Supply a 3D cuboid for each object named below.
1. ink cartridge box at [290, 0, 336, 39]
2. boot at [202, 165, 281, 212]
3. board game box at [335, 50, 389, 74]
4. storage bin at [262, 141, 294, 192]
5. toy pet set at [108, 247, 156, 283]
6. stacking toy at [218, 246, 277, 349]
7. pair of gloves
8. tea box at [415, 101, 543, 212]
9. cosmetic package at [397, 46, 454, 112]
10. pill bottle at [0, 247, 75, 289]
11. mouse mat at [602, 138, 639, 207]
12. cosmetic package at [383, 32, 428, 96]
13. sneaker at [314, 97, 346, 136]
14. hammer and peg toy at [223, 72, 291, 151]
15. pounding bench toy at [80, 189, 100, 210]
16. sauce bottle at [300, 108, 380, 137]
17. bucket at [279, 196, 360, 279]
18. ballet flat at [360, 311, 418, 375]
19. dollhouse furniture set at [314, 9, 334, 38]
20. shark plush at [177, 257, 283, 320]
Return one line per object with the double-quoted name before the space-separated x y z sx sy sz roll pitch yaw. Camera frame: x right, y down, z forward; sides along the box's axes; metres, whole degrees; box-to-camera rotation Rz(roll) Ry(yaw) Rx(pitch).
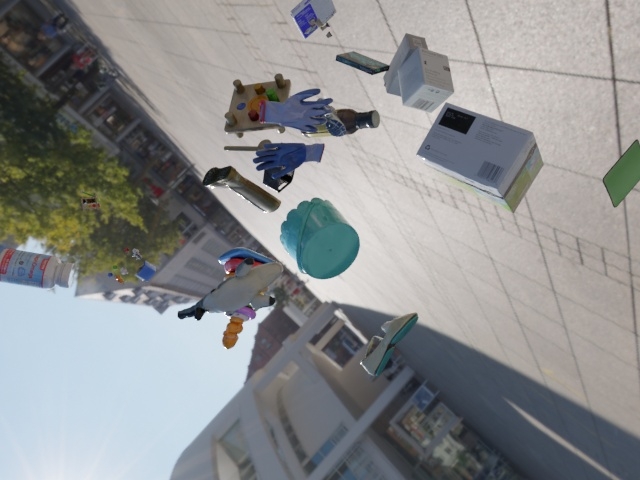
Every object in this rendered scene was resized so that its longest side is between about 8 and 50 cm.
"ink cartridge box" -0.038 -1.087 2.149 0.045 0.206 0.208 54 -173 20
"boot" -0.335 -0.203 1.920 0.236 0.089 0.269 5 158 48
"board game box" 0.171 -0.721 1.853 0.186 0.126 0.026 31 131 24
"storage bin" -0.172 -0.309 1.942 0.084 0.122 0.180 31 138 13
"toy pet set" -0.611 0.090 1.510 0.065 0.122 0.114 -23 128 39
"stacking toy" -0.243 0.188 1.407 0.166 0.301 0.175 29 149 -34
"pair of gloves" -0.056 -0.210 0.915 0.023 0.159 0.198 59 148 38
"tea box" 0.578 -0.291 1.644 0.329 0.220 0.324 34 -171 34
"cosmetic package" 0.424 -0.647 1.852 0.151 0.183 0.151 5 159 -25
"pill bottle" -0.714 0.075 1.149 0.160 0.087 0.087 12 -177 -17
"mouse mat" 0.920 -0.198 1.378 0.190 0.152 0.007 34 -173 -43
"cosmetic package" 0.373 -0.769 2.019 0.107 0.127 0.238 7 145 -15
"sneaker" 0.032 -0.355 1.309 0.052 0.058 0.135 -17 136 33
"hammer and peg toy" -0.262 -0.497 1.823 0.266 0.361 0.127 -2 151 15
"pounding bench toy" -0.937 -0.167 1.859 0.052 0.065 0.083 -153 56 -63
"sauce bottle" 0.077 -0.482 1.873 0.345 0.111 0.111 6 152 33
"bucket" 0.000 0.000 1.709 0.281 0.281 0.183 48 180 -39
"ballet flat" 0.206 0.307 1.419 0.086 0.248 0.086 31 -169 -6
"dollhouse furniture set" 0.033 -0.833 1.747 0.091 0.081 0.114 49 -161 -19
"shark plush" -0.125 0.082 0.653 0.073 0.161 0.067 51 -172 -11
